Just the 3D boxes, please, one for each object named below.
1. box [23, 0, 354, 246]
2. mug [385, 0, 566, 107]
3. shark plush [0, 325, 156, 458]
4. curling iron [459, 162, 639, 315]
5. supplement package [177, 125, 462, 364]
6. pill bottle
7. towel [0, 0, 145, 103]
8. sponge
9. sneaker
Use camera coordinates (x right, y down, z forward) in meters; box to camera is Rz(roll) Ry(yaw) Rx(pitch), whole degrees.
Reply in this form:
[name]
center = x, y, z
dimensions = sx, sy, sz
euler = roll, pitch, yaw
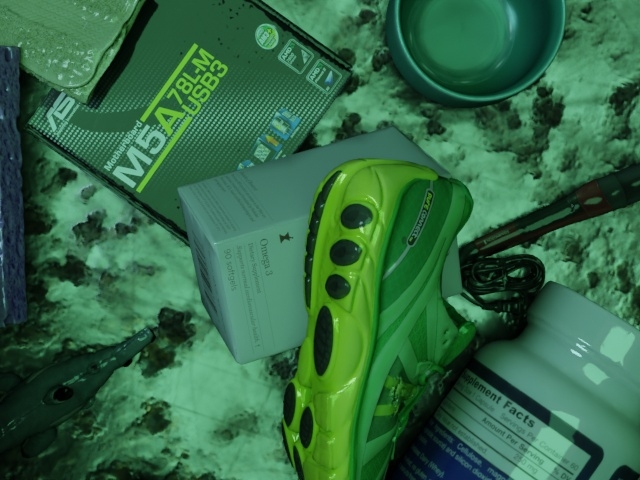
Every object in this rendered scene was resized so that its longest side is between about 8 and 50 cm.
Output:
[box]
center = -0.101, -0.110, 0.932
dimensions = 0.184, 0.045, 0.191
euler = 36, 90, -5
[mug]
center = 0.116, -0.180, 0.915
dimensions = 0.129, 0.097, 0.158
euler = 8, 90, -3
[shark plush]
center = -0.196, 0.123, 0.920
dimensions = 0.161, 0.067, 0.073
euler = -20, 92, -2
[curling iron]
center = 0.230, -0.022, 0.956
dimensions = 0.274, 0.035, 0.068
euler = -30, 97, -1
[supplement package]
center = 0.000, 0.000, 0.878
dimensions = 0.179, 0.105, 0.105
euler = -17, 119, -14
[pill bottle]
center = 0.150, 0.171, 0.897
dimensions = 0.153, 0.153, 0.265
euler = 36, 89, -3
[towel]
center = -0.208, -0.177, 0.907
dimensions = 0.148, 0.027, 0.110
euler = 27, 87, 22
[sponge]
center = -0.281, -0.042, 0.905
dimensions = 0.117, 0.031, 0.210
euler = 1, 94, 24
[sneaker]
center = 0.046, 0.087, 0.814
dimensions = 0.123, 0.109, 0.296
euler = -2, 119, -21
